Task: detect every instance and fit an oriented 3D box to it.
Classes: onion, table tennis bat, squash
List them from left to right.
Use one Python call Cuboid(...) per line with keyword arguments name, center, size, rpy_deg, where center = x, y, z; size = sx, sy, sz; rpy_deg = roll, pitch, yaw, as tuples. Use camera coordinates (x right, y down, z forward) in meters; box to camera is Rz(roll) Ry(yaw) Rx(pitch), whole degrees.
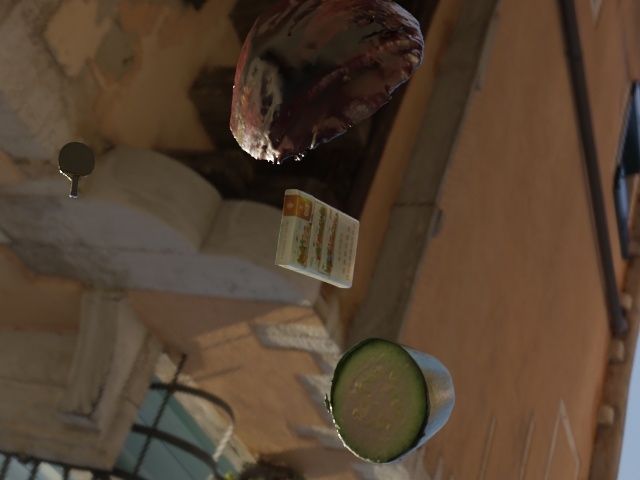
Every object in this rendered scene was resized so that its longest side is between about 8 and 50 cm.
Cuboid(name="table tennis bat", center=(-0.334, -0.097, 1.368), size=(0.050, 0.007, 0.083), rpy_deg=(8, -115, -22))
Cuboid(name="onion", center=(-0.001, -0.253, 1.384), size=(0.314, 0.146, 0.280), rpy_deg=(-36, -150, -5))
Cuboid(name="squash", center=(0.103, 0.217, 1.386), size=(0.170, 0.123, 0.170), rpy_deg=(-1, -91, 36))

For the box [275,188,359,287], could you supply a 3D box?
Cuboid(name="box", center=(-0.001, 0.000, 1.628), size=(0.032, 0.220, 0.122), rpy_deg=(3, -100, 29))
